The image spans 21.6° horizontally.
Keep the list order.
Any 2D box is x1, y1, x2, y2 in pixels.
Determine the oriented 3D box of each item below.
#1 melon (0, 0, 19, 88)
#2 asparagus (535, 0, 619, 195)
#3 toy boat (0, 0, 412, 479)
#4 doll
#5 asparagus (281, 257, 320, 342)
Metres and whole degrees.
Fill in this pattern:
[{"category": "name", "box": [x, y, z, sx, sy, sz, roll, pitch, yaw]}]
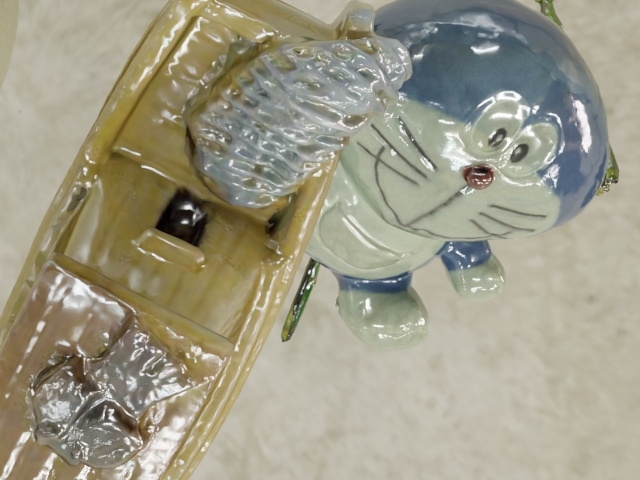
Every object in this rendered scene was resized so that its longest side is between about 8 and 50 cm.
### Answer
[{"category": "melon", "box": [-0.337, -0.157, 1.105, 0.268, 0.268, 0.330, 19, 131, -11]}, {"category": "asparagus", "box": [0.186, -0.133, 1.273, 0.022, 0.023, 0.233, -12, 58, -3]}, {"category": "toy boat", "box": [-0.074, 0.048, 0.584, 0.089, 0.121, 0.321, 27, 113, -6]}, {"category": "doll", "box": [0.062, -0.050, 1.059, 0.228, 0.258, 0.154, 35, 56, -22]}, {"category": "asparagus", "box": [0.000, 0.000, 1.247, 0.016, 0.013, 0.166, 20, 99, 2]}]
